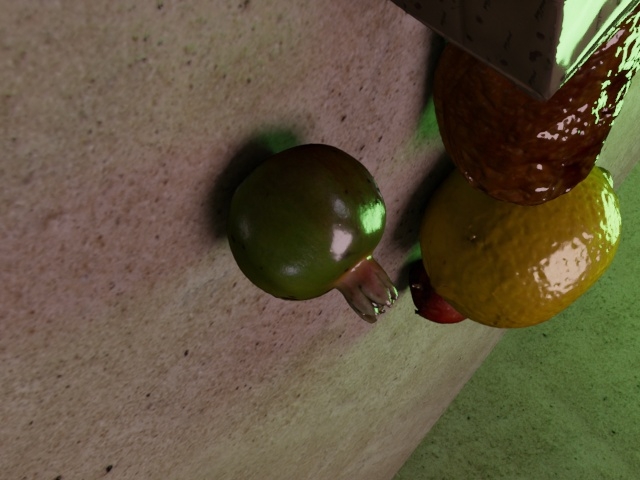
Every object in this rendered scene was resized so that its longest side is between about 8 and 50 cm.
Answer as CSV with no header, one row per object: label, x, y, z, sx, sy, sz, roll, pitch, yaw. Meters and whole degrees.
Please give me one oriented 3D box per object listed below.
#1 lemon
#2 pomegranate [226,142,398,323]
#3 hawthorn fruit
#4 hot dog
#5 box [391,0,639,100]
lemon,0.331,-0.013,1.265,0.336,0.336,0.336,-40,154,-24
pomegranate,0.000,0.000,0.806,0.180,0.210,0.180,-37,168,-9
hawthorn fruit,0.228,0.091,1.434,0.172,0.148,0.148,-2,127,-50
hot dog,0.291,-0.215,0.971,0.267,0.174,0.387,-16,146,-10
box,0.221,-0.327,0.699,0.297,0.225,0.190,-45,155,-9
